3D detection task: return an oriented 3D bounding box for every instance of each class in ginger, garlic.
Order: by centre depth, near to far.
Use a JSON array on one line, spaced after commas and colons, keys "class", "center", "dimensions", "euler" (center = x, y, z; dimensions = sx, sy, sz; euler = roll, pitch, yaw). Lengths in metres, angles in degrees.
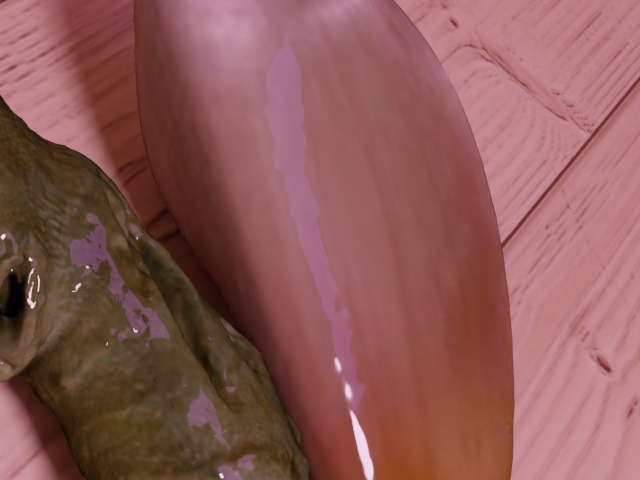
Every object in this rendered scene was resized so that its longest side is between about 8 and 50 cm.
[{"class": "ginger", "center": [-0.104, 0.028, 0.717], "dimensions": [0.290, 0.089, 0.137], "euler": [48, 15, -13]}, {"class": "garlic", "center": [0.006, -0.002, 0.844], "dimensions": [0.143, 0.112, 0.318], "euler": [-8, 71, -44]}]
